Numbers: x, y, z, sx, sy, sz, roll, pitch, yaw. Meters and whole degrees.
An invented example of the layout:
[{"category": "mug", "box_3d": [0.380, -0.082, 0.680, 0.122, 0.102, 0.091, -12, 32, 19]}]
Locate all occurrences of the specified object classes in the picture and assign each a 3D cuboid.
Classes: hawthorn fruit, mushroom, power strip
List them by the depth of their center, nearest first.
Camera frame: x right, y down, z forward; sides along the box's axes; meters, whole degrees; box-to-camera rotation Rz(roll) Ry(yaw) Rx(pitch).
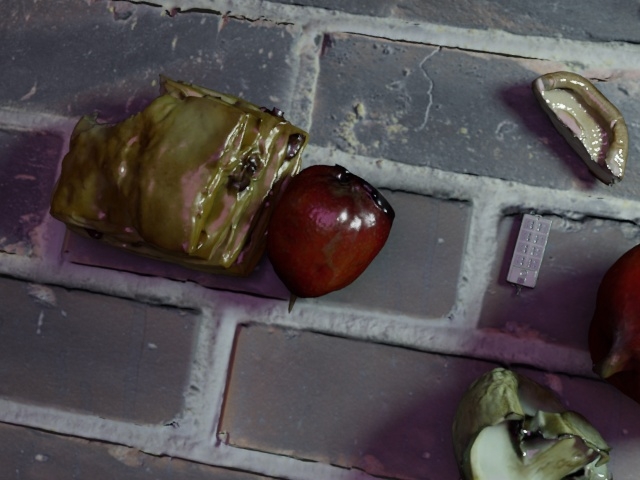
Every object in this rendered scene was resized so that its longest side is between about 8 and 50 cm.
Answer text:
[{"category": "hawthorn fruit", "box_3d": [0.524, 0.112, 1.508, 0.295, 0.311, 0.295, -21, 58, 39]}, {"category": "mushroom", "box_3d": [0.298, 0.305, 1.584, 0.267, 0.164, 0.189, 26, 113, -22]}, {"category": "hawthorn fruit", "box_3d": [0.000, 0.000, 1.676, 0.189, 0.189, 0.251, 34, 106, 12]}, {"category": "mushroom", "box_3d": [0.425, -0.188, 1.685, 0.094, 0.072, 0.210, -40, 82, 2]}, {"category": "power strip", "box_3d": [0.332, 0.023, 1.692, 0.051, 0.019, 0.136, 16, 84, 8]}]

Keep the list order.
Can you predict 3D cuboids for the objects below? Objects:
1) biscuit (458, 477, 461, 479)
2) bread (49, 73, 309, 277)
[{"category": "biscuit", "box_3d": [0.236, 0.403, 1.649, 0.091, 0.015, 0.078, -22, 77, 4]}, {"category": "bread", "box_3d": [-0.239, -0.118, 1.710, 0.370, 0.191, 0.314, 20, 85, 12]}]
